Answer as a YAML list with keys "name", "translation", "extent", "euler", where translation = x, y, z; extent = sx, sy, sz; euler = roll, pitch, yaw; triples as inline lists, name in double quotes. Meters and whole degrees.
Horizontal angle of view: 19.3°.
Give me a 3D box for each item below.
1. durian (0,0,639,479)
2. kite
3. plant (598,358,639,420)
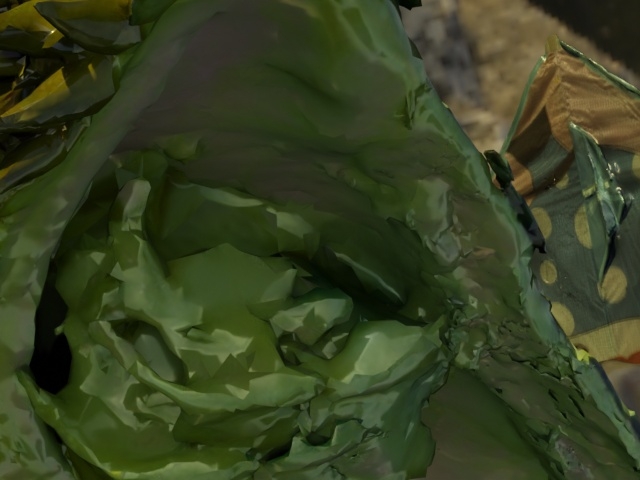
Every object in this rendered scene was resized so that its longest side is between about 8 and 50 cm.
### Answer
- name: "durian"
  translation: [-0.009, -0.002, 0.451]
  extent: [0.355, 0.169, 0.157]
  euler: [59, 36, -48]
- name: "kite"
  translation: [0.140, 0.054, 0.879]
  extent: [0.011, 0.335, 0.314]
  euler: [-4, 82, -42]
- name: "plant"
  translation: [0.209, 0.151, 0.631]
  extent: [0.276, 0.188, 0.199]
  euler: [56, 22, -23]
